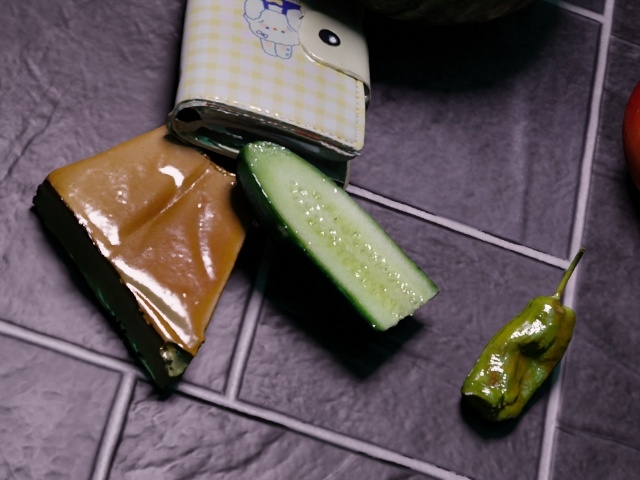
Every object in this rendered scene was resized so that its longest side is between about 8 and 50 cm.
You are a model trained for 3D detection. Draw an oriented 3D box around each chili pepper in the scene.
[{"bbox_3d":[0.220,0.107,1.807,0.072,0.073,0.204,46,65,-10],"label":"chili pepper"}]

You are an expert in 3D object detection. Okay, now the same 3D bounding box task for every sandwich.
[{"bbox_3d":[-0.135,0.000,1.748,0.212,0.063,0.245,-27,72,-33],"label":"sandwich"}]

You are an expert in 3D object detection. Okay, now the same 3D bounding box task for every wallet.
[{"bbox_3d":[-0.049,-0.206,1.882,0.223,0.077,0.309,16,45,-13],"label":"wallet"}]

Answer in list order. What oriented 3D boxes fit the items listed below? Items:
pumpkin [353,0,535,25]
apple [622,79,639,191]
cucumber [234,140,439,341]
[{"bbox_3d":[0.115,-0.445,1.947,0.454,0.344,0.454,22,50,-28],"label":"pumpkin"},{"bbox_3d":[0.445,-0.115,1.937,0.218,0.218,0.201,-17,63,-28],"label":"apple"},{"bbox_3d":[0.000,0.000,1.767,0.244,0.063,0.115,49,42,-2],"label":"cucumber"}]
